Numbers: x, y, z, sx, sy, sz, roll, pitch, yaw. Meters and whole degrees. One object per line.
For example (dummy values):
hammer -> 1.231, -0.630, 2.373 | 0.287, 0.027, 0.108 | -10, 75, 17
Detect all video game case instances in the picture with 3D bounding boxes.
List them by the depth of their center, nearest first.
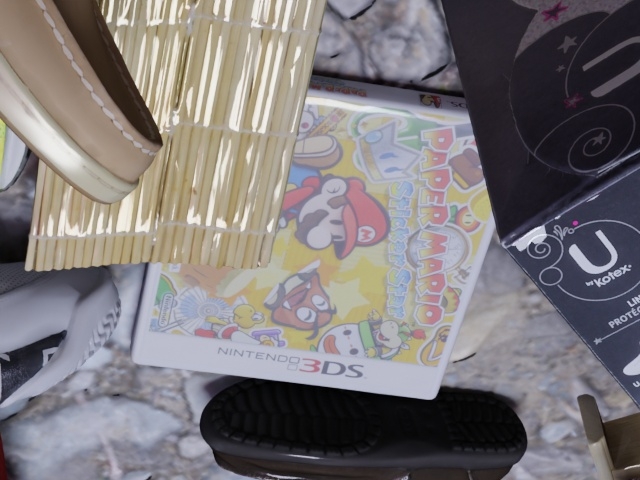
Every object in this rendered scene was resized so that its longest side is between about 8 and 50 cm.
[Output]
video game case -> 0.000, 0.000, 1.087 | 0.206, 0.026, 0.227 | 8, 126, -10

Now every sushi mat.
sushi mat -> -0.070, -0.118, 0.955 | 0.151, 0.019, 0.317 | 2, 121, -19

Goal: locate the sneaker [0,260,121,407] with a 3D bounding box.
sneaker -> -0.293, 0.008, 0.989 | 0.365, 0.137, 0.210 | -14, 100, -27

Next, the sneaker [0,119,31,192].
sneaker -> -0.197, -0.124, 0.949 | 0.094, 0.081, 0.209 | -1, 116, -3

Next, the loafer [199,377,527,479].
loafer -> 0.026, 0.146, 1.166 | 0.220, 0.080, 0.078 | 7, 126, -9

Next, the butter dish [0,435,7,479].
butter dish -> -0.265, 0.133, 1.122 | 0.159, 0.118, 0.160 | 2, 169, -3

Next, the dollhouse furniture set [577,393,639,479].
dollhouse furniture set -> 0.278, 0.127, 1.068 | 0.212, 0.242, 0.161 | -16, 127, 9

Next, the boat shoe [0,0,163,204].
boat shoe -> -0.153, -0.180, 0.818 | 0.110, 0.121, 0.341 | -28, 98, 4

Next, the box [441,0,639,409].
box -> 0.175, -0.069, 0.905 | 0.163, 0.247, 0.142 | -32, 124, 19
